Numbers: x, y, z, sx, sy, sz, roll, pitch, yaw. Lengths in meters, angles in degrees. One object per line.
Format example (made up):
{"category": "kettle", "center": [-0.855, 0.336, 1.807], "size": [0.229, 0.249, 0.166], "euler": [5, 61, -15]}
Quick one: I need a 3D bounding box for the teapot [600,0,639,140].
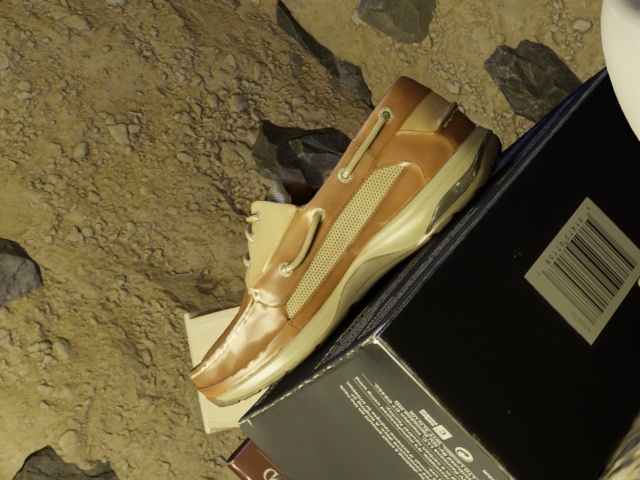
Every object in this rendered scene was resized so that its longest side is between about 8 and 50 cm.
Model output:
{"category": "teapot", "center": [0.256, -0.069, 0.402], "size": [0.256, 0.187, 0.252], "euler": [-31, 26, 4]}

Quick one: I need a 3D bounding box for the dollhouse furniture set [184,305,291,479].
{"category": "dollhouse furniture set", "center": [0.045, 0.159, 1.045], "size": [0.303, 0.286, 0.198], "euler": [-8, -5, -32]}

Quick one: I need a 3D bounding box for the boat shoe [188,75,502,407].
{"category": "boat shoe", "center": [0.000, 0.000, 0.775], "size": [0.324, 0.120, 0.122], "euler": [-45, 1, 17]}

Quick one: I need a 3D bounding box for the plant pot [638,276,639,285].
{"category": "plant pot", "center": [0.234, 0.034, 0.556], "size": [0.083, 0.079, 0.083], "euler": [-47, -4, -4]}

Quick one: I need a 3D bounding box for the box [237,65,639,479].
{"category": "box", "center": [0.140, 0.070, 0.803], "size": [0.343, 0.179, 0.312], "euler": [-45, 1, -29]}

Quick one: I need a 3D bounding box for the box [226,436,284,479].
{"category": "box", "center": [0.014, 0.253, 1.151], "size": [0.203, 0.168, 0.167], "euler": [-47, -3, -16]}
